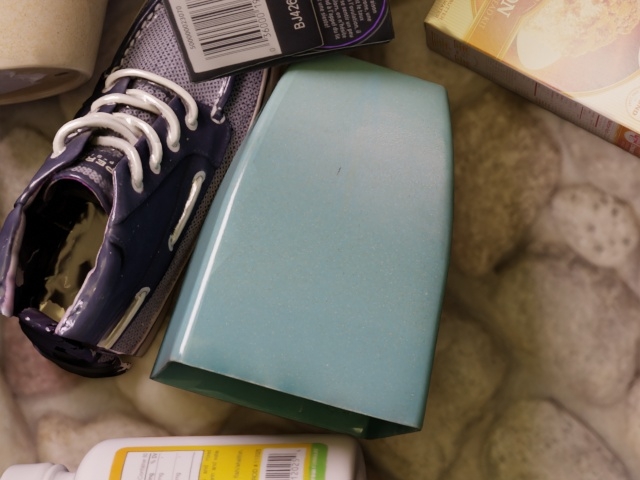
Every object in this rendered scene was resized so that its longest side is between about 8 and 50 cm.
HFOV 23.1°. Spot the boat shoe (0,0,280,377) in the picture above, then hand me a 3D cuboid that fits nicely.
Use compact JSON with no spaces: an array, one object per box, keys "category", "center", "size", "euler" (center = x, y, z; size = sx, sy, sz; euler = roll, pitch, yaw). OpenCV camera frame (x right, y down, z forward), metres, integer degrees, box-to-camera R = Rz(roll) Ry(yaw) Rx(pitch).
[{"category":"boat shoe","center":[-0.125,-0.068,1.109],"size":[0.127,0.158,0.340],"euler":[17,84,9]}]

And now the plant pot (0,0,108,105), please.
[{"category":"plant pot","center":[-0.247,-0.241,1.114],"size":[0.256,0.256,0.274],"euler":[-9,86,6]}]

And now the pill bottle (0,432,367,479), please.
[{"category":"pill bottle","center":[-0.094,0.203,1.075],"size":[0.246,0.136,0.136],"euler":[-2,81,7]}]

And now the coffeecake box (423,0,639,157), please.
[{"category":"coffeecake box","center":[0.190,-0.167,1.131],"size":[0.185,0.068,0.142],"euler":[29,85,10]}]

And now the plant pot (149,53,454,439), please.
[{"category":"plant pot","center":[0.000,0.000,1.071],"size":[0.165,0.166,0.234],"euler":[17,77,-8]}]

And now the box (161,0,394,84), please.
[{"category":"box","center":[-0.044,-0.258,1.062],"size":[0.143,0.165,0.270],"euler":[-11,41,6]}]
